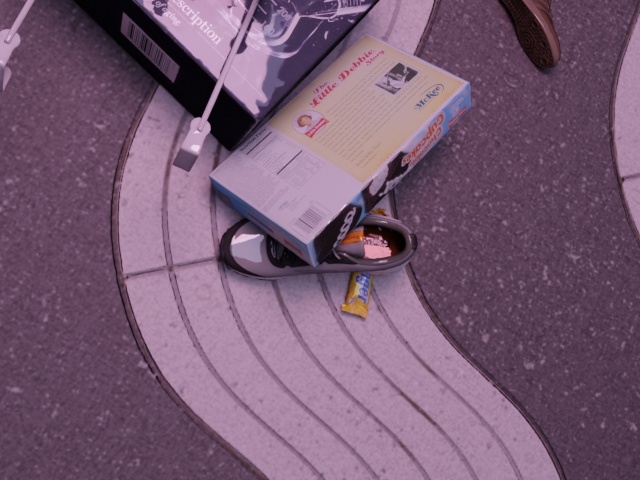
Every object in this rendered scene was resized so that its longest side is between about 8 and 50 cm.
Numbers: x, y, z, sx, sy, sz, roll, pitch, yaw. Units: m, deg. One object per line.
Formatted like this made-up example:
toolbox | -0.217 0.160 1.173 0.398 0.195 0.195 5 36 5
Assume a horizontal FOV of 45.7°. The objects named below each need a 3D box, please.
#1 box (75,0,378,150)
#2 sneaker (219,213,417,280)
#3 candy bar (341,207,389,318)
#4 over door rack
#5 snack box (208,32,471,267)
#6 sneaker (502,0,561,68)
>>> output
box | -0.120 -0.356 0.992 0.343 0.179 0.312 43 74 -9
sneaker | 0.000 0.000 1.023 0.271 0.108 0.100 -2 85 -6
candy bar | 0.066 0.029 1.092 0.040 0.018 0.161 16 81 -15
over door rack | -0.180 -0.269 0.818 0.239 0.108 0.324 24 80 -12
snack box | 0.030 -0.133 1.020 0.187 0.060 0.322 35 70 29
sneaker | 0.336 -0.364 1.185 0.071 0.066 0.188 -31 94 -18
